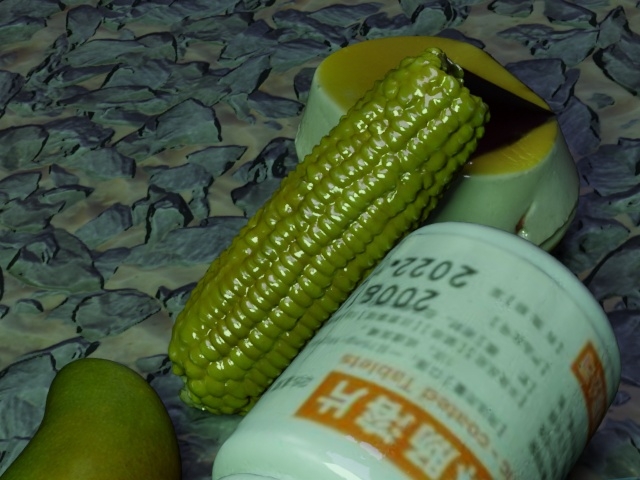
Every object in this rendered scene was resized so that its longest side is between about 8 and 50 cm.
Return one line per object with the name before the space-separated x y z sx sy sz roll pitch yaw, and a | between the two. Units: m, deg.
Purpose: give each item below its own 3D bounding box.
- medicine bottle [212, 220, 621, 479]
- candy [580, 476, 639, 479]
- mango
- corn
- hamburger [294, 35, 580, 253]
medicine bottle | 0.044 0.171 1.011 0.211 0.211 0.371 19 48 29
candy | 0.244 0.207 1.050 0.136 0.038 0.088 -10 43 32
mango | -0.178 0.202 1.083 0.146 0.129 0.289 -4 36 21
corn | 0.000 0.000 1.173 0.363 0.120 0.120 -52 42 14
hamburger | 0.104 -0.074 1.331 0.227 0.151 0.295 -17 37 -17
